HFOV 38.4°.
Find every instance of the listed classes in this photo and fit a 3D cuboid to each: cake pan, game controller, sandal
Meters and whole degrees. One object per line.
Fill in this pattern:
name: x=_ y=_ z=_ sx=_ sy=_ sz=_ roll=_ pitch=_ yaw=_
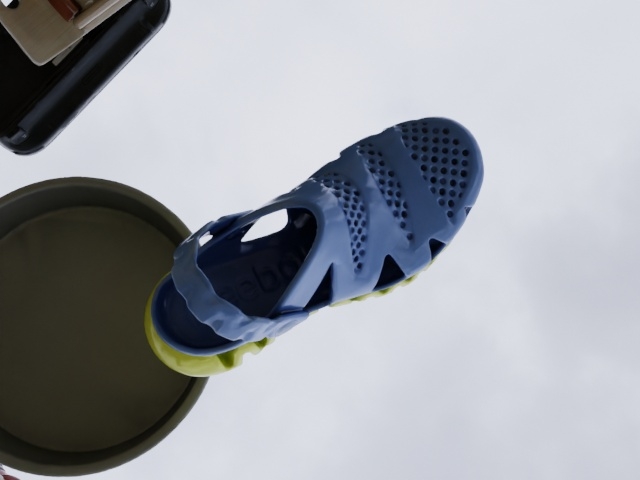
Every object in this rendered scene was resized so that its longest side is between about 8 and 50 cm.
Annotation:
cake pan: x=-0.243 y=0.084 z=0.914 sx=0.293 sy=0.054 sz=0.293 roll=0 pitch=-102 yaw=-1
game controller: x=-0.359 y=-0.272 z=1.267 sx=0.166 sy=0.067 sz=0.319 roll=44 pitch=-93 yaw=-6
sandal: x=0.000 y=0.000 z=0.731 sx=0.317 sy=0.138 sz=0.126 roll=-34 pitch=-102 yaw=-10

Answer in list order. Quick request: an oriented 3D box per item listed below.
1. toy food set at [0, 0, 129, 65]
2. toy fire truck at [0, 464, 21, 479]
toy food set: x=-0.301 y=-0.340 z=1.014 sx=0.306 sy=0.220 sz=0.092 roll=-17 pitch=-154 yaw=45
toy fire truck: x=-0.426 y=0.277 z=1.099 sx=0.217 sy=0.158 sz=0.246 roll=49 pitch=-59 yaw=37
